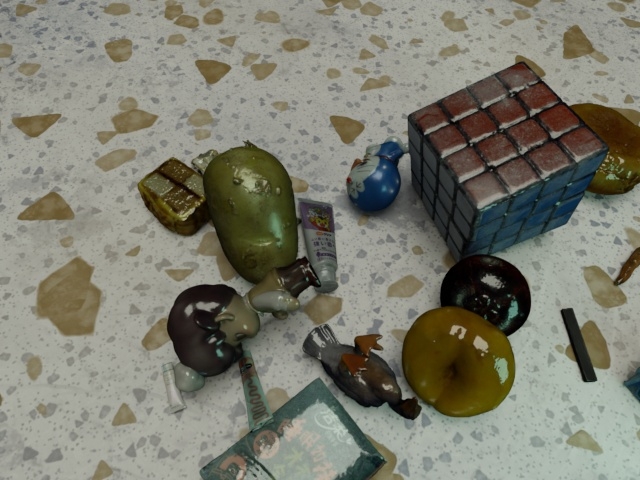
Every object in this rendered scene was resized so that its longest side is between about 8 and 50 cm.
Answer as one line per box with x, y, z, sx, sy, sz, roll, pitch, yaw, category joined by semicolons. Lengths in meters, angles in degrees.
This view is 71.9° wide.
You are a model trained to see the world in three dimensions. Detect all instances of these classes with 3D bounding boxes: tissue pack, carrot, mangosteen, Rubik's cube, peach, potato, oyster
-0.055;0.472;0.914;0.315;0.103;0.228;-33;66;-20;tissue pack
0.876;0.072;1.246;0.165;0.036;0.035;-38;67;-20;carrot
0.408;0.140;1.095;0.216;0.216;0.216;1;58;-2;mangosteen
0.454;-0.187;1.172;0.344;0.337;0.344;-23;61;0;Rubik's cube
0.302;0.273;0.988;0.251;0.153;0.251;2;95;23;peach
-0.164;-0.064;1.121;0.219;0.270;0.359;-15;85;-7;potato
-0.335;-0.220;1.357;0.103;0.051;0.148;-22;47;-12;oyster

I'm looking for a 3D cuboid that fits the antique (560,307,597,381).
0.658;0.263;1.127;0.031;0.015;0.192;0;58;-1;antique

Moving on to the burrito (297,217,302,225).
-0.129;-0.059;1.273;0.149;0.041;0.055;16;69;4;burrito

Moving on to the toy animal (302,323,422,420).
0.092;0.292;0.994;0.298;0.185;0.122;16;56;37;toy animal

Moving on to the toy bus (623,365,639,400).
0.911;0.319;1.026;0.312;0.152;0.190;-23;62;-15;toy bus

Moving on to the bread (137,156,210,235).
-0.409;-0.130;1.275;0.222;0.096;0.181;36;61;19;bread

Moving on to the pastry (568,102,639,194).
0.880;-0.296;1.399;0.355;0.164;0.356;1;56;-1;pastry

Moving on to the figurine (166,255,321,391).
-0.168;0.176;1.015;0.364;0.206;0.218;-16;18;-4;figurine

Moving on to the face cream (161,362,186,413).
-0.345;0.342;1.028;0.038;0.020;0.115;-18;64;-14;face cream

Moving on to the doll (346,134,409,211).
0.168;-0.208;1.308;0.161;0.215;0.257;39;46;-23;doll

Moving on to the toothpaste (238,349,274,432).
-0.152;0.331;0.988;0.056;0.036;0.205;-28;38;-3;toothpaste

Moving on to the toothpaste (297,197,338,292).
0.000;0.000;1.229;0.114;0.073;0.299;7;53;-20;toothpaste
